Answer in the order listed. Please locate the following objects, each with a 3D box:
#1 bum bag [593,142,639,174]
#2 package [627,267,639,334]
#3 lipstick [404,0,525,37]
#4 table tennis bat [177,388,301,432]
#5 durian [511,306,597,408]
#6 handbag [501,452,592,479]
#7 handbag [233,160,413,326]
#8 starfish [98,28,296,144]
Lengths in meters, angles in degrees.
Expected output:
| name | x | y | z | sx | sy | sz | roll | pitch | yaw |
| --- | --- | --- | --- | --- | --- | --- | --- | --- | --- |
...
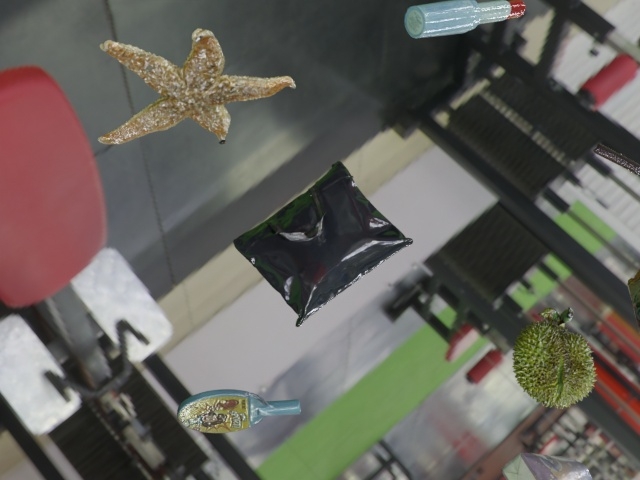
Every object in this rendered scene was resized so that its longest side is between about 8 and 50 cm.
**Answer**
| name | x | y | z | sx | sy | sz | roll | pitch | yaw |
| --- | --- | --- | --- | --- | --- | --- | --- | --- | --- |
| bum bag | 0.646 | -0.172 | 2.190 | 0.026 | 0.109 | 0.159 | -63 | 162 | 11 |
| package | 0.580 | 0.131 | 1.601 | 0.108 | 0.288 | 0.223 | 7 | 151 | -27 |
| lipstick | 0.279 | -0.424 | 1.918 | 0.274 | 0.061 | 0.068 | -15 | 168 | -34 |
| table tennis bat | -0.103 | 0.214 | 1.283 | 0.155 | 0.019 | 0.100 | -2 | 141 | -7 |
| durian | 0.455 | 0.244 | 2.037 | 0.159 | 0.198 | 0.146 | -13 | 149 | -24 |
| handbag | 0.401 | 0.420 | 1.762 | 0.095 | 0.117 | 0.173 | -45 | 147 | 25 |
| handbag | 0.000 | 0.000 | 1.795 | 0.254 | 0.211 | 0.089 | -36 | 158 | -8 |
| starfish | -0.196 | -0.210 | 1.388 | 0.295 | 0.048 | 0.231 | -14 | 145 | 16 |
